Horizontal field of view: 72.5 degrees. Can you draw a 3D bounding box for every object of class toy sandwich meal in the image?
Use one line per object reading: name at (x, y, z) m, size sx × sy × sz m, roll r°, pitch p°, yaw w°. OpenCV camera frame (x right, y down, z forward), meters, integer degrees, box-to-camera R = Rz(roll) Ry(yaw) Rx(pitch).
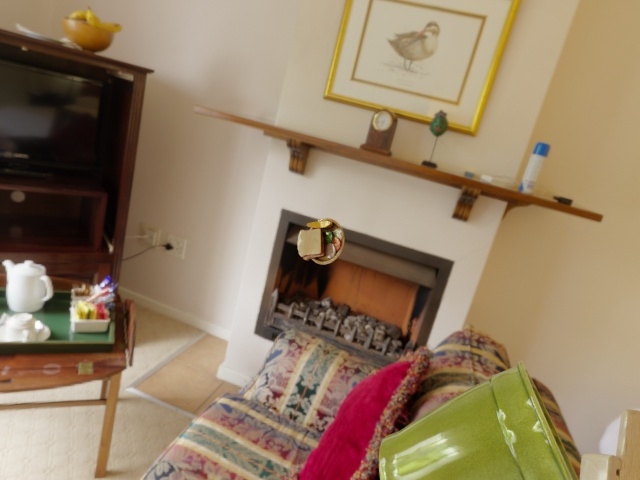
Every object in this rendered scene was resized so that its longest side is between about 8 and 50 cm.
toy sandwich meal at (0.000, 0.000, 0.717) m, size 0.085 × 0.086 × 0.029 m, roll 26°, pitch 8°, yaw 37°

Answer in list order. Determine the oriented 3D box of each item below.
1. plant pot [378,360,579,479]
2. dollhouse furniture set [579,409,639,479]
plant pot at (0.325, 0.486, 0.903) m, size 0.352 × 0.367 × 0.366 m, roll -26°, pitch 4°, yaw 18°
dollhouse furniture set at (0.422, 0.296, 0.563) m, size 0.286 × 0.198 × 0.303 m, roll 22°, pitch -22°, yaw 7°
